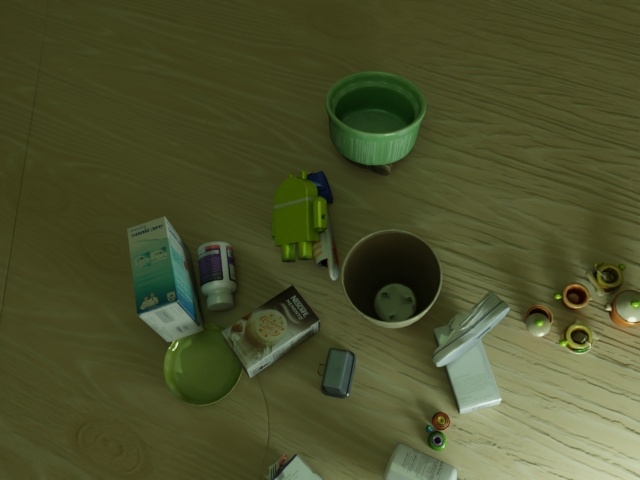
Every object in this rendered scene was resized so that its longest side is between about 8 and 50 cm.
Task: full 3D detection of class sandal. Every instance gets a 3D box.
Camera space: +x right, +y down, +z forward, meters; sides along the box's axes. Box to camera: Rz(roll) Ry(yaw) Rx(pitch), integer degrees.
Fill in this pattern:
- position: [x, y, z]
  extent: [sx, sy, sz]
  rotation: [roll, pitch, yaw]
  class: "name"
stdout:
- position: [0.002, 0.004, 1.944]
  extent: [0.076, 0.102, 0.265]
  rotation: [-13, 62, 8]
  class: "sandal"

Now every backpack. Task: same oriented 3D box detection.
- position: [-0.035, -0.159, 2.010]
  extent: [0.120, 0.101, 0.098]
  rotation: [-19, 61, 7]
  class: "backpack"

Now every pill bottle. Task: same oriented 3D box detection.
- position: [0.279, 0.619, 1.632]
  extent: [0.229, 0.131, 0.131]
  rotation: [21, 73, 16]
  class: "pill bottle"
- position: [-0.310, 0.109, 1.941]
  extent: [0.108, 0.108, 0.193]
  rotation: [-12, 67, 4]
  class: "pill bottle"

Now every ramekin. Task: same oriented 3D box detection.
- position: [0.167, -0.373, 1.995]
  extent: [0.304, 0.148, 0.303]
  rotation: [0, 51, 0]
  class: "ramekin"

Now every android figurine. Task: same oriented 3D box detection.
- position: [-0.071, -0.073, 1.923]
  extent: [0.248, 0.056, 0.272]
  rotation: [-13, 76, 50]
  class: "android figurine"

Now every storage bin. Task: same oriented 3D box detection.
- position: [0.040, 0.360, 1.795]
  extent: [0.098, 0.091, 0.135]
  rotation: [9, 69, 12]
  class: "storage bin"

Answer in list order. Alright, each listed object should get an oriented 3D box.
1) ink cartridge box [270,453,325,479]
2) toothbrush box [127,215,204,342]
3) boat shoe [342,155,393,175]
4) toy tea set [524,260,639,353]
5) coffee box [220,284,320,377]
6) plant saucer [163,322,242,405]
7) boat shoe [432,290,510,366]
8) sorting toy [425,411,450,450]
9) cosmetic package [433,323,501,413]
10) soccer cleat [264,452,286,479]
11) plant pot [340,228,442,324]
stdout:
- position: [-0.056, 0.773, 1.662]
  extent: [0.303, 0.072, 0.307]
  rotation: [-45, 66, -8]
  class: "ink cartridge box"
- position: [-0.452, 0.115, 1.884]
  extent: [0.126, 0.216, 0.295]
  rotation: [-19, 57, 1]
  class: "toothbrush box"
- position: [0.148, -0.265, 2.045]
  extent: [0.178, 0.064, 0.060]
  rotation: [23, 68, 11]
  class: "boat shoe"
- position: [0.720, 0.186, 1.737]
  extent: [0.336, 0.124, 0.200]
  rotation: [-29, 67, -3]
  class: "toy tea set"
- position: [-0.140, 0.258, 1.839]
  extent: [0.246, 0.098, 0.141]
  rotation: [-33, 68, -16]
  class: "coffee box"
- position: [-0.338, 0.362, 1.883]
  extent: [0.241, 0.037, 0.240]
  rotation: [-3, 67, 7]
  class: "plant saucer"
- position: [0.383, 0.233, 1.711]
  extent: [0.258, 0.095, 0.084]
  rotation: [-34, 62, -18]
  class: "boat shoe"
- position: [0.311, 0.507, 1.719]
  extent: [0.061, 0.042, 0.102]
  rotation: [9, 71, 13]
  class: "sorting toy"
- position: [0.396, 0.341, 1.751]
  extent: [0.117, 0.085, 0.231]
  rotation: [-14, 65, 3]
  class: "cosmetic package"
- position: [-0.122, 0.615, 1.754]
  extent: [0.036, 0.029, 0.083]
  rotation: [25, 79, 13]
  class: "soccer cleat"
- position: [0.199, 0.138, 1.758]
  extent: [0.257, 0.274, 0.256]
  rotation: [-3, 67, 8]
  class: "plant pot"
